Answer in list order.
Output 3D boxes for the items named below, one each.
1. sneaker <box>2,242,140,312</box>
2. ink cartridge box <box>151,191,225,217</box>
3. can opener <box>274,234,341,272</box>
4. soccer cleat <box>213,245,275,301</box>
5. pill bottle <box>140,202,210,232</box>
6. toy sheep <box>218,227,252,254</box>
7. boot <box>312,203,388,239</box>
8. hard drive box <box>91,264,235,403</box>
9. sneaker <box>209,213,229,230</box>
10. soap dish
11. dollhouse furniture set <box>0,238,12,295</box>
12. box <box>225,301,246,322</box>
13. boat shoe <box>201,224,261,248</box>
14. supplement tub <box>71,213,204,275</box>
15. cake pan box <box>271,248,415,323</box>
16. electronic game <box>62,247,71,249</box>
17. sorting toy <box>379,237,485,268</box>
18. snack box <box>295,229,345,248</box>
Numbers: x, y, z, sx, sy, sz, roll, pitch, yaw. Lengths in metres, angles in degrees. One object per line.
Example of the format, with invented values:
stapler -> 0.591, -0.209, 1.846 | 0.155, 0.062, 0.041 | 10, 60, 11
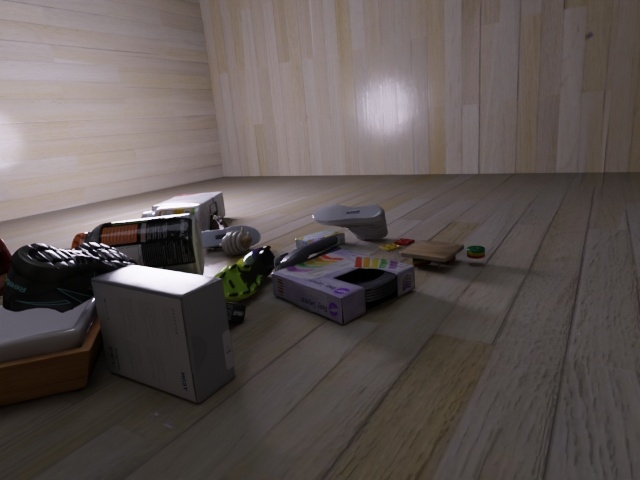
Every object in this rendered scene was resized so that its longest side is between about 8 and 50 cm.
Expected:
sneaker -> -0.440, 0.066, 0.790 | 0.101, 0.106, 0.267 | 32, 7, 18
ink cartridge box -> -0.588, -0.131, 1.983 | 0.225, 0.131, 0.306 | -3, 17, 7
can opener -> -0.019, 0.044, 1.229 | 0.095, 0.076, 0.283 | -18, 3, 41
soccer cleat -> -0.205, 0.099, 1.125 | 0.121, 0.093, 0.289 | -33, 4, 24
pill bottle -> -0.583, -0.074, 1.756 | 0.245, 0.137, 0.136 | -3, 15, 6
toy sheep -> -0.285, 0.007, 1.460 | 0.132, 0.091, 0.091 | -12, 10, 29
boot -> 0.103, -0.052, 1.508 | 0.258, 0.123, 0.095 | 3, 45, 26
hard drive box -> -0.269, 0.149, 0.741 | 0.232, 0.181, 0.089 | 6, 17, 32
sneaker -> -0.426, -0.066, 1.801 | 0.066, 0.071, 0.188 | -15, 17, -33
soap dish -> -0.537, 0.195, 0.775 | 0.290, 0.118, 0.229 | -9, 16, -15
dollhouse furniture set -> -1.029, 0.135, 1.185 | 0.373, 0.152, 0.201 | -18, 10, 22
box -> -0.286, 0.133, 0.914 | 0.184, 0.045, 0.190 | 7, -10, 30
boat shoe -> -0.319, -0.003, 1.550 | 0.228, 0.080, 0.076 | -8, -10, 5
supplement tub -> -0.494, 0.035, 1.211 | 0.315, 0.194, 0.193 | -7, 15, -8
cake pan box -> 0.056, 0.099, 1.042 | 0.245, 0.070, 0.266 | -19, 21, -36
electronic game -> -0.921, 0.066, 1.517 | 0.229, 0.048, 0.229 | -4, 14, 1
sorting toy -> 0.301, 0.042, 1.211 | 0.274, 0.046, 0.132 | 7, 19, 37
snack box -> 0.000, 0.000, 1.482 | 0.141, 0.037, 0.100 | -18, 18, -42
